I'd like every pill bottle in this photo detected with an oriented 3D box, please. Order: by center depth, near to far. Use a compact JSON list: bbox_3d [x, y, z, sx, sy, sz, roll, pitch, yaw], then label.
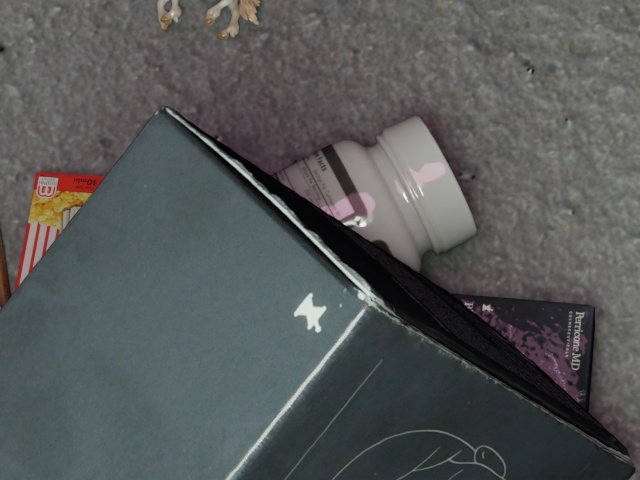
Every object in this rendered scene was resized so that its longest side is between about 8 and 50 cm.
[{"bbox_3d":[0.000,0.000,1.887,0.283,0.161,0.161,-27,72,0],"label":"pill bottle"}]

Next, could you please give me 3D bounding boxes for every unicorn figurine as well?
[{"bbox_3d":[-0.138,-0.279,2.051,0.162,0.060,0.111,14,75,-4],"label":"unicorn figurine"}]

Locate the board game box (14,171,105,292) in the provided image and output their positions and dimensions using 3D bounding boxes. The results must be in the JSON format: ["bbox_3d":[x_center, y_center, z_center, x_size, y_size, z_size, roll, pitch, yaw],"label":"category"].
[{"bbox_3d":[-0.233,0.030,1.968,0.147,0.045,0.193,3,70,9],"label":"board game box"}]

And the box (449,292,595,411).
[{"bbox_3d":[0.182,0.139,1.855,0.158,0.093,0.156,4,74,9],"label":"box"}]

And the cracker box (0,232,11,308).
[{"bbox_3d":[-0.447,0.031,1.996,0.232,0.067,0.155,-13,74,5],"label":"cracker box"}]

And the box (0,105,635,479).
[{"bbox_3d":[-0.066,0.225,1.595,0.480,0.472,0.297,-51,53,5],"label":"box"}]
